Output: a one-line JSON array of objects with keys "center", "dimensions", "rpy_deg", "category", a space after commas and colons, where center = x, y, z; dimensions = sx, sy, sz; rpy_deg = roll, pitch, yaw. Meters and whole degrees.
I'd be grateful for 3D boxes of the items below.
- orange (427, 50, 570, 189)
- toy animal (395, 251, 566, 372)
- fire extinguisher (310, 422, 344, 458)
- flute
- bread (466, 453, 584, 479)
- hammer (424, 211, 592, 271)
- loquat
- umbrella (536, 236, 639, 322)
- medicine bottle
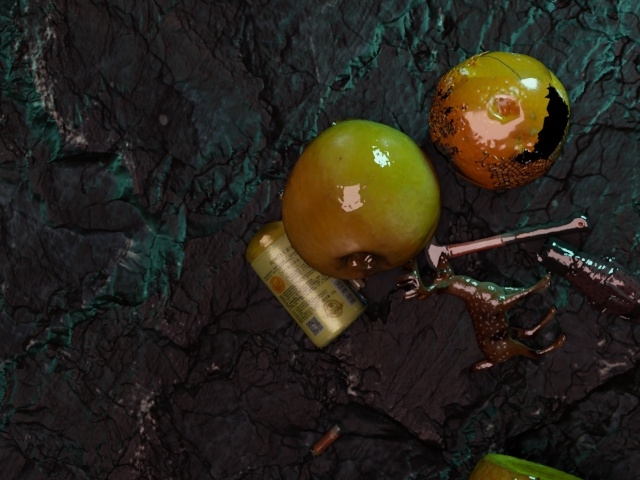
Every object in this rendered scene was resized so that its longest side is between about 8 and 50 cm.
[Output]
[{"center": [0.295, -0.200, 1.567], "dimensions": [0.234, 0.182, 0.234], "rpy_deg": [-2, 82, 13], "category": "orange"}, {"center": [0.274, 0.120, 1.624], "dimensions": [0.260, 0.087, 0.243], "rpy_deg": [-15, 104, 9], "category": "toy animal"}, {"center": [0.012, 0.376, 1.770], "dimensions": [0.028, 0.022, 0.083], "rpy_deg": [37, 105, -23], "category": "fire extinguisher"}, {"center": [0.000, 0.000, 1.734], "dimensions": [0.027, 0.027, 0.233], "rpy_deg": [-42, 85, 14], "category": "flute"}, {"center": [0.371, 0.464, 1.555], "dimensions": [0.312, 0.312, 0.172], "rpy_deg": [21, 89, 12], "category": "bread"}, {"center": [0.322, -0.003, 1.648], "dimensions": [0.288, 0.033, 0.111], "rpy_deg": [-14, 91, 15], "category": "hammer"}, {"center": [0.064, -0.078, 1.591], "dimensions": [0.275, 0.275, 0.275], "rpy_deg": [1, 96, 14], "category": "loquat"}, {"center": [0.507, 0.092, 1.577], "dimensions": [0.326, 0.090, 0.094], "rpy_deg": [27, 101, 7], "category": "umbrella"}, {"center": [-0.032, 0.070, 1.703], "dimensions": [0.124, 0.124, 0.239], "rpy_deg": [-42, 84, 14], "category": "medicine bottle"}]
